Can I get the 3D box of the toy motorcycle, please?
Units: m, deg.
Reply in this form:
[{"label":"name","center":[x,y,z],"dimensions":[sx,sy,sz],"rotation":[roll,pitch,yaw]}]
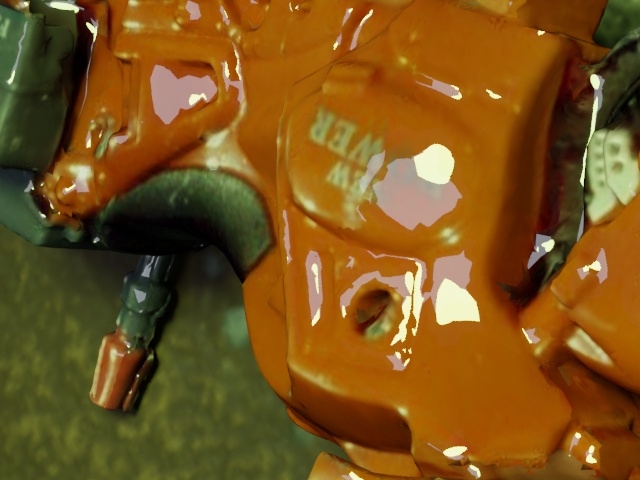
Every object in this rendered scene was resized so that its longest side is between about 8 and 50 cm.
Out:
[{"label":"toy motorcycle","center":[0.000,0.000,0.562],"dimensions":[0.325,0.147,0.221],"rotation":[28,103,38]}]
